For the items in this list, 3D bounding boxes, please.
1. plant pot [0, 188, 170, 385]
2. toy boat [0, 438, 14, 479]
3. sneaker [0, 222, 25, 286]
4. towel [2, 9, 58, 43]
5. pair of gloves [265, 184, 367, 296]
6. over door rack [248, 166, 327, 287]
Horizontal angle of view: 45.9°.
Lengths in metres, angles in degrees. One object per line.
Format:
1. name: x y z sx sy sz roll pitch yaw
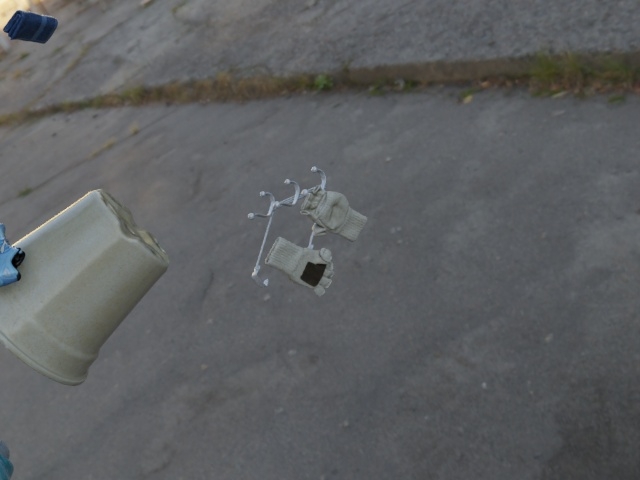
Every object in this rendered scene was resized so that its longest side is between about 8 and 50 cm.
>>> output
1. plant pot: -0.492 0.070 1.550 0.305 0.334 0.334 -42 28 -2
2. toy boat: -0.614 0.364 1.303 0.148 0.267 0.318 -35 -13 -33
3. sneaker: -0.590 0.029 1.412 0.073 0.063 0.162 -8 47 -19
4. towel: -0.604 -0.447 1.584 0.067 0.029 0.119 -47 -8 18
5. pair of gloves: 0.000 0.000 1.795 0.042 0.204 0.240 30 85 48
6. over door rack: -0.103 -0.049 2.238 0.240 0.108 0.324 -21 52 36
